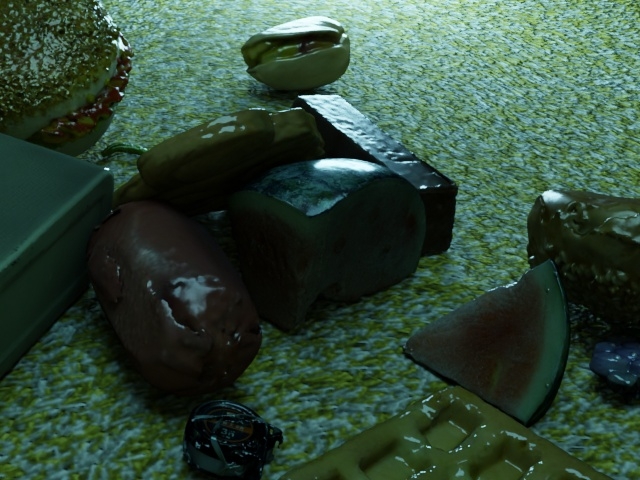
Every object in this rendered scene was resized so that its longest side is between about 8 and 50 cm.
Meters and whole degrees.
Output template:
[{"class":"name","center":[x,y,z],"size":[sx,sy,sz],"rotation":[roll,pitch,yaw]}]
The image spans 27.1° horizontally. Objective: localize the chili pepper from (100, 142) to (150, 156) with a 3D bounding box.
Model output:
[{"class":"chili pepper","center":[-0.272,-0.127,1.898],"size":[0.083,0.017,0.030],"rotation":[7,30,-6]}]

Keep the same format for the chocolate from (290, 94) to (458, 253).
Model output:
[{"class":"chocolate","center":[0.058,-0.099,1.852],"size":[0.112,0.112,0.321],"rotation":[-8,33,-34]}]

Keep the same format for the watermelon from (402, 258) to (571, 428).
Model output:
[{"class":"watermelon","center":[0.214,0.139,1.544],"size":[0.202,0.136,0.207],"rotation":[-17,47,31]}]

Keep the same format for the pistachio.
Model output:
[{"class":"pistachio","center":[-0.039,-0.302,2.195],"size":[0.200,0.117,0.145],"rotation":[-21,2,-32]}]

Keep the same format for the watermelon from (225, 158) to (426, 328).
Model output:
[{"class":"watermelon","center":[0.000,0.000,1.612],"size":[0.148,0.226,0.318],"rotation":[27,0,29]}]

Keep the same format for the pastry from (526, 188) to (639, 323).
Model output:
[{"class":"pastry","center":[0.400,0.027,1.671],"size":[0.311,0.162,0.255],"rotation":[3,7,-33]}]

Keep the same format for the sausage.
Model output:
[{"class":"sausage","center":[-0.166,0.058,1.457],"size":[0.152,0.152,0.279],"rotation":[-7,35,-27]}]

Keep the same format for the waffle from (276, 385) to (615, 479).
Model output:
[{"class":"waffle","center":[0.160,0.273,1.249],"size":[0.348,0.077,0.304],"rotation":[30,34,32]}]

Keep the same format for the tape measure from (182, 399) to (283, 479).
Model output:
[{"class":"tape measure","center":[-0.090,0.200,1.327],"size":[0.094,0.054,0.091],"rotation":[21,29,7]}]

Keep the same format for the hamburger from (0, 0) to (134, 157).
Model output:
[{"class":"hamburger","center":[-0.403,-0.239,1.828],"size":[0.294,0.179,0.276],"rotation":[21,56,11]}]

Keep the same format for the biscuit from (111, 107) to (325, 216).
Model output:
[{"class":"biscuit","center":[-0.122,-0.079,1.636],"size":[0.269,0.051,0.376],"rotation":[-23,-8,4]}]

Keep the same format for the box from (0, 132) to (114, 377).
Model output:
[{"class":"box","center":[-0.455,-0.007,1.469],"size":[0.344,0.177,0.352],"rotation":[16,29,10]}]

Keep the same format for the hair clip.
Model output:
[{"class":"hair clip","center":[0.393,0.147,1.586],"size":[0.124,0.052,0.195],"rotation":[19,23,27]}]
